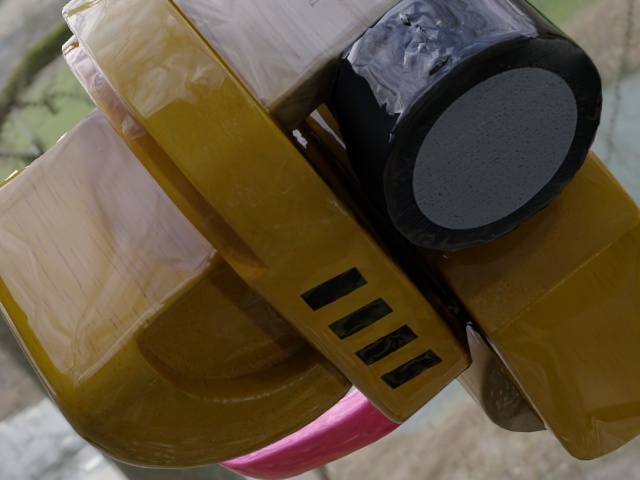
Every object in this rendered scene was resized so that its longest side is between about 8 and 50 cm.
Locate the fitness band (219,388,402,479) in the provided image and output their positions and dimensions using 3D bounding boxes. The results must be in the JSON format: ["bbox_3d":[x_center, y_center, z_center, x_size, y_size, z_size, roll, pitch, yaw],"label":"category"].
[{"bbox_3d":[0.000,0.077,1.230,0.291,0.054,0.209,-31,44,39],"label":"fitness band"}]

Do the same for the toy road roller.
[{"bbox_3d":[0.000,0.000,0.683,0.240,0.329,0.202,-40,50,2],"label":"toy road roller"}]
